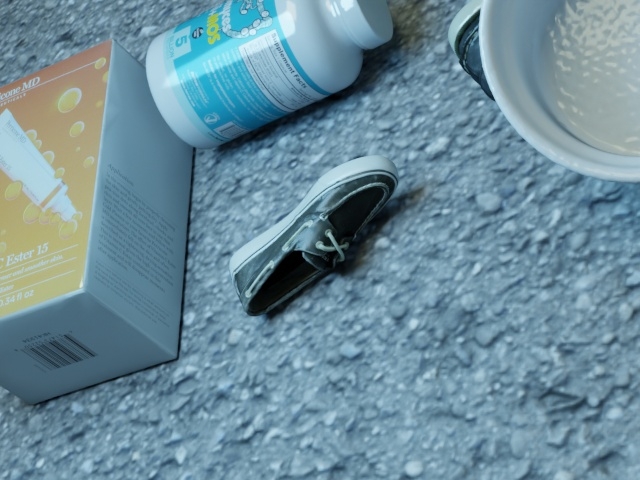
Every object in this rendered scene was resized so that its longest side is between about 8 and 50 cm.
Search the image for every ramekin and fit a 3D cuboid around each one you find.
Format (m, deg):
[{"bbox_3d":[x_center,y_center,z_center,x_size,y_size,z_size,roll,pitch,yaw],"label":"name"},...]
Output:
[{"bbox_3d":[0.293,-0.186,1.486,0.277,0.135,0.277,-1,88,18],"label":"ramekin"}]

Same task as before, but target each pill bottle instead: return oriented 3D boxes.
[{"bbox_3d":[-0.054,-0.213,1.838,0.264,0.146,0.146,-23,49,23],"label":"pill bottle"}]

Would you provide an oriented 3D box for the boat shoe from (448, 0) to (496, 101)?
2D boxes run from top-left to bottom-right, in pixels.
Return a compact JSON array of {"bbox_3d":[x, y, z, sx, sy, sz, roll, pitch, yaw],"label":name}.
[{"bbox_3d":[0.282,-0.253,1.622,0.340,0.127,0.113,-32,48,17],"label":"boat shoe"}]

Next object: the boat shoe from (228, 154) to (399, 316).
[{"bbox_3d":[0.000,0.000,1.701,0.219,0.078,0.070,-40,43,19],"label":"boat shoe"}]

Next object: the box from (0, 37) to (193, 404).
[{"bbox_3d":[-0.283,-0.021,1.861,0.215,0.168,0.345,-19,50,26],"label":"box"}]
